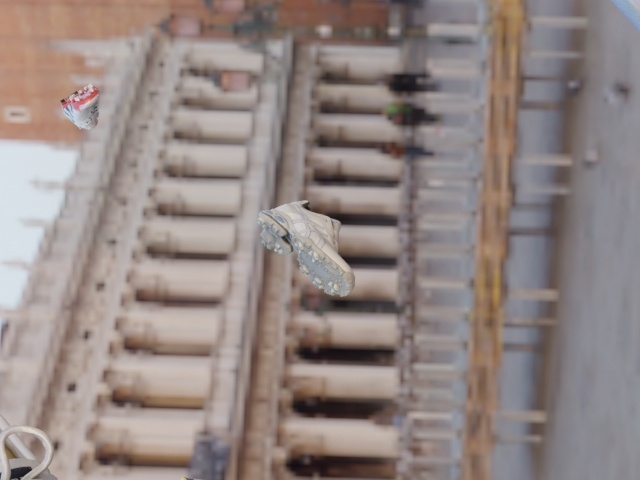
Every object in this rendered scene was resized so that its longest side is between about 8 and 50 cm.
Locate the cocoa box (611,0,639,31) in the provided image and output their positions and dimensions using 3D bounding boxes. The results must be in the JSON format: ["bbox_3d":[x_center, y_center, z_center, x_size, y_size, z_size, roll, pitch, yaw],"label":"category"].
[{"bbox_3d":[0.390,-0.190,1.192,0.347,0.228,0.231,49,-179,4],"label":"cocoa box"}]

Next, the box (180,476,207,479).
[{"bbox_3d":[-0.040,0.266,1.400,0.232,0.087,0.058,20,-74,-52],"label":"box"}]

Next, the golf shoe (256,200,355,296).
[{"bbox_3d":[0.000,0.000,1.950,0.176,0.086,0.069,41,149,38],"label":"golf shoe"}]

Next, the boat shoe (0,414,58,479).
[{"bbox_3d":[-0.233,0.217,1.183,0.367,0.136,0.156,-135,40,-61],"label":"boat shoe"}]

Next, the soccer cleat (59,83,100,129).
[{"bbox_3d":[-0.206,-0.115,1.384,0.035,0.029,0.083,58,160,-12],"label":"soccer cleat"}]
